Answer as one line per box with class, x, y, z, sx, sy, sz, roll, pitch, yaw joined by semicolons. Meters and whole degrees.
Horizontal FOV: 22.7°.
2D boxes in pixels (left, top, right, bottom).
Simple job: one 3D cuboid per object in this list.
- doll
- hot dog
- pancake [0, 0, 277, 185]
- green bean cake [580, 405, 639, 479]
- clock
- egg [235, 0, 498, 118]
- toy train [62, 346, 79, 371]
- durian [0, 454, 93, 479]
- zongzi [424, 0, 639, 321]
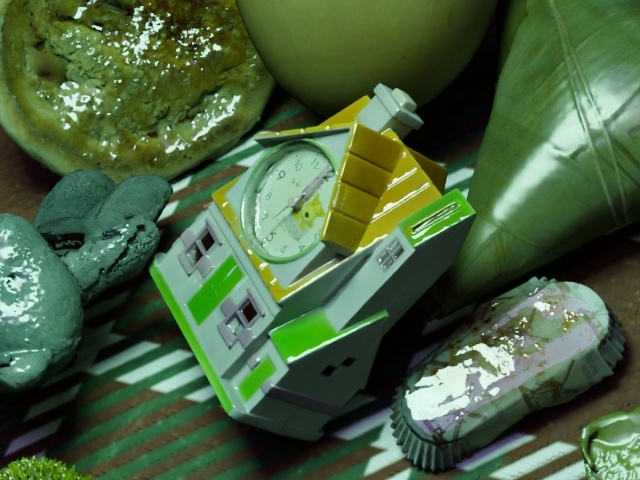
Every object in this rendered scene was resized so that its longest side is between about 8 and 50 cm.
doll;-0.292;0.011;1.634;0.245;0.158;0.340;4;44;33
hot dog;0.178;0.127;1.561;0.252;0.069;0.131;-32;62;-7
pancake;-0.210;-0.221;1.784;0.356;0.356;0.065;-26;17;-6
green bean cake;0.359;0.252;1.382;0.232;0.124;0.236;-14;51;4
clock;0.000;0.000;1.559;0.309;0.166;0.235;-47;50;17
egg;0.049;-0.311;1.692;0.301;0.301;0.374;3;86;16
toy train;-0.324;0.086;1.716;0.099;0.070;0.172;-29;51;-19
durian;-0.269;0.299;1.481;0.146;0.159;0.198;16;60;23
zongzi;0.203;-0.160;1.710;0.418;0.181;0.447;-30;51;-2
